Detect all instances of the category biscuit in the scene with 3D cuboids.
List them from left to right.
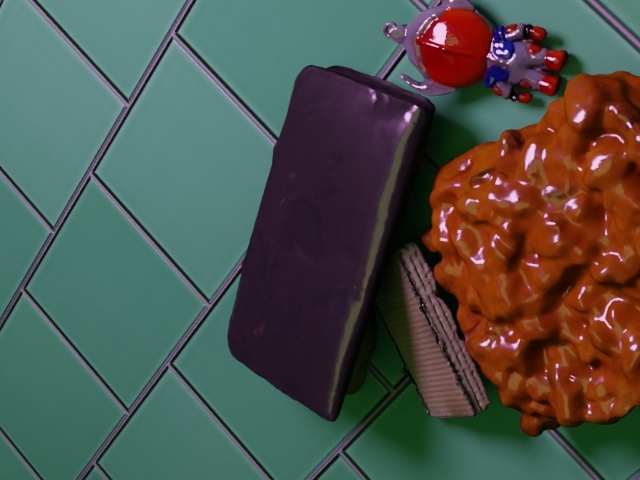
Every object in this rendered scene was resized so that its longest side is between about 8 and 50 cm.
[{"bbox_3d":[0.113,0.102,1.240,0.199,0.040,0.121,65,156,-1],"label":"biscuit"},{"bbox_3d":[0.259,0.019,1.103,0.312,0.110,0.318,-31,88,37],"label":"biscuit"}]

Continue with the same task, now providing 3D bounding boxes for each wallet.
[{"bbox_3d":[0.000,0.000,1.234,0.197,0.051,0.378,28,108,39],"label":"wallet"}]

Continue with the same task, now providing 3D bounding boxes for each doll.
[{"bbox_3d":[0.152,-0.195,1.135,0.194,0.062,0.104,18,133,19],"label":"doll"}]

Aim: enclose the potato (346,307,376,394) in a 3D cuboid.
[{"bbox_3d":[0.011,0.105,1.312,0.149,0.081,0.120,52,128,9],"label":"potato"}]
